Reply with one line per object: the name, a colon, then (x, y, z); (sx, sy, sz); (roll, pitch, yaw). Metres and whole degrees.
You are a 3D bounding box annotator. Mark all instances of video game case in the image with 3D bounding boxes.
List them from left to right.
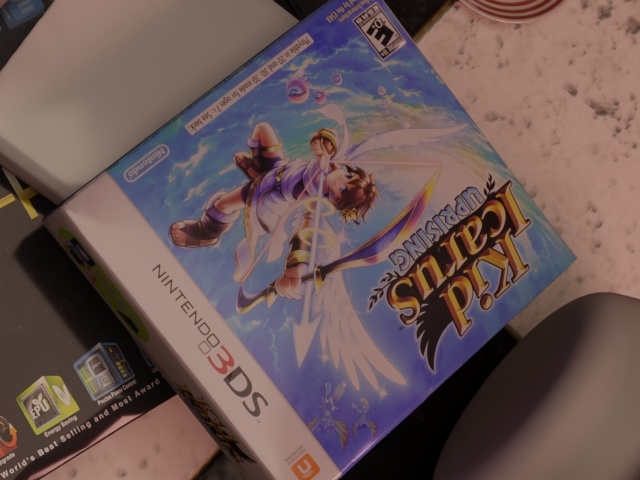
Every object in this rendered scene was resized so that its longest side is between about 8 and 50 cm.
video game case: (0.000, 0.000, 1.040); (0.269, 0.061, 0.244); (-40, 98, -22)

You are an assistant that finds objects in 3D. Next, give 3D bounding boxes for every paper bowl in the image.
paper bowl: (0.188, 0.150, 1.103); (0.148, 0.284, 0.284); (39, 72, -6)

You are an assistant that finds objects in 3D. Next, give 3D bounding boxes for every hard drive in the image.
hard drive: (-0.061, -0.062, 1.080); (0.307, 0.040, 0.203); (37, 71, -11)

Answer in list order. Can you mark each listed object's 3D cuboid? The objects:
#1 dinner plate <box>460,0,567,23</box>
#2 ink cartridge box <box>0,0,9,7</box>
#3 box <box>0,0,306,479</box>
dinner plate: (0.150, -0.243, 1.289); (0.141, 0.017, 0.141); (3, 82, -19)
ink cartridge box: (-0.270, -0.215, 1.069); (0.179, 0.045, 0.145); (28, 57, 20)
box: (-0.163, -0.038, 1.111); (0.395, 0.097, 0.318); (-30, 90, -22)
